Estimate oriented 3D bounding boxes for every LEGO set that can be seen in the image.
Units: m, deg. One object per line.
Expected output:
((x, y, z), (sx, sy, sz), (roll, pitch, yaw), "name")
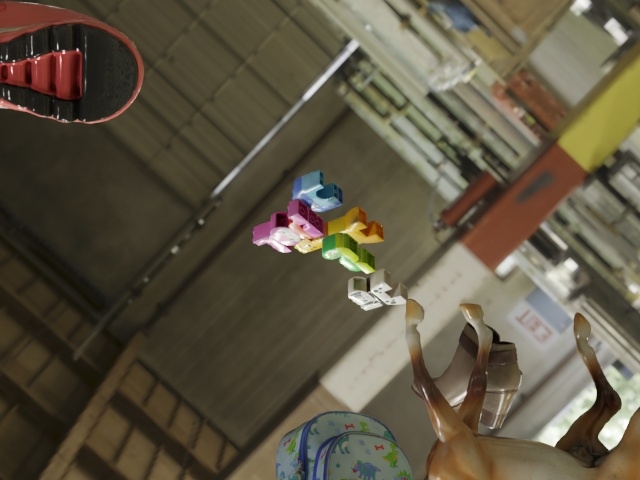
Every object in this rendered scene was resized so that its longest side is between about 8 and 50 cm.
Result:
((0.000, 0.000, 1.170), (0.227, 0.093, 0.087), (39, -139, -46), "LEGO set")

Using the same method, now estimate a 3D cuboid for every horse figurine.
((0.139, 0.130, 0.682), (0.263, 0.174, 0.066), (4, 174, -17), "horse figurine")

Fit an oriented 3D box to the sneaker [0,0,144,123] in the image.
((-0.322, -0.175, 1.019), (0.313, 0.116, 0.136), (7, -160, -5), "sneaker")

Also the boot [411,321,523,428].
((0.133, 0.115, 0.975), (0.118, 0.087, 0.042), (18, -158, 42), "boot")

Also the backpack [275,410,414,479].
((0.022, 0.189, 0.826), (0.105, 0.084, 0.114), (16, -129, -28), "backpack")
